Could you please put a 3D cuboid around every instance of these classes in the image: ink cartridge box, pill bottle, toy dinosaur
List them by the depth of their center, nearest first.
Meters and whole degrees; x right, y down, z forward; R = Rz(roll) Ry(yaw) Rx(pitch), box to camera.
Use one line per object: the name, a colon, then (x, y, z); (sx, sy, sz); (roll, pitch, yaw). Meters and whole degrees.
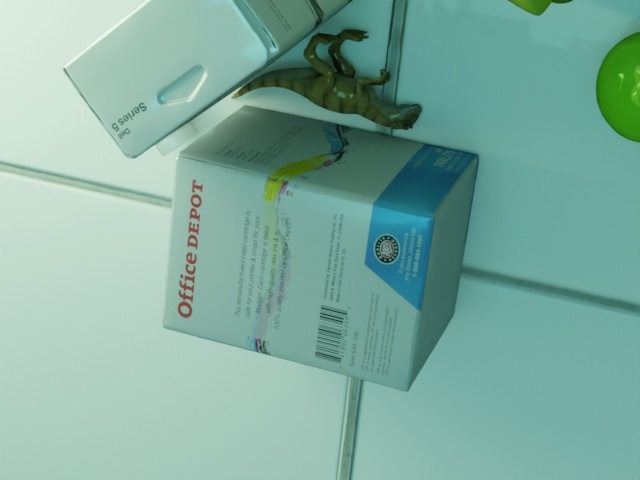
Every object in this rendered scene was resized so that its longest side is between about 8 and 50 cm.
ink cartridge box: (-0.097, -0.209, 1.531); (0.198, 0.273, 0.115); (-33, 96, 27)
ink cartridge box: (0.000, 0.000, 1.620); (0.270, 0.197, 0.198); (14, 115, 14)
toy dinosaur: (0.001, -0.165, 1.632); (0.211, 0.064, 0.112); (17, 116, 14)
pill bottle: (-0.185, -0.152, 1.703); (0.065, 0.065, 0.116); (-30, 98, 27)

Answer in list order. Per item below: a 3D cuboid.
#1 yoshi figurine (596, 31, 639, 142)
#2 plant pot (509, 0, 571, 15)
yoshi figurine: (0.346, -0.183, 1.409); (0.203, 0.203, 0.362); (-11, 146, -15)
plant pot: (0.180, -0.348, 1.415); (0.228, 0.207, 0.227); (34, 118, 6)
